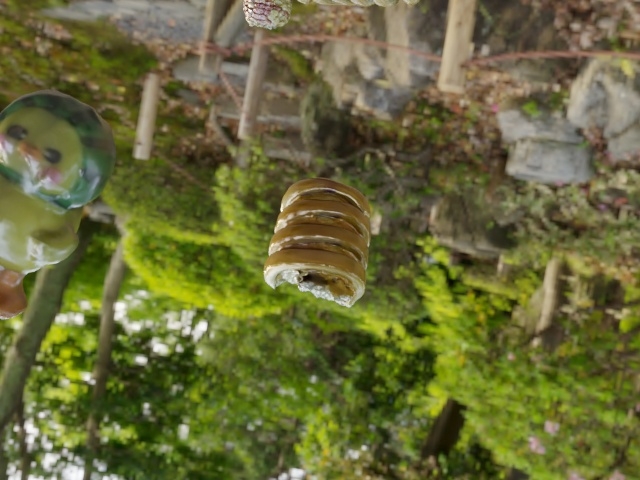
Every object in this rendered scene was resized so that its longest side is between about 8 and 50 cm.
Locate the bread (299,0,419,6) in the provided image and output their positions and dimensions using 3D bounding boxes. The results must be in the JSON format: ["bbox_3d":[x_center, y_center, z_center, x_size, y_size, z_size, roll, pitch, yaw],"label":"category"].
[{"bbox_3d":[0.043,-0.399,1.430,0.225,0.134,0.081,10,-153,40],"label":"bread"}]

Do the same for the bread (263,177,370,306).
[{"bbox_3d":[0.000,0.000,1.179,0.119,0.177,0.084,9,144,-1],"label":"bread"}]

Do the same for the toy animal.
[{"bbox_3d":[-0.441,-0.067,1.506,0.216,0.338,0.191,33,-173,4],"label":"toy animal"}]

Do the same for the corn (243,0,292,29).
[{"bbox_3d":[-0.100,-0.542,1.869,0.098,0.289,0.098,0,-173,0],"label":"corn"}]
